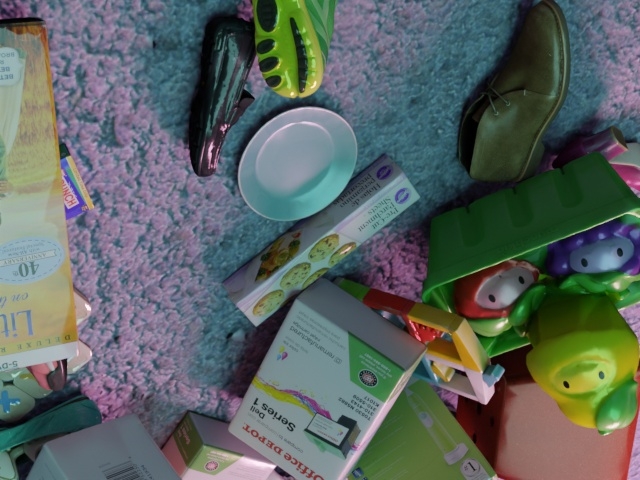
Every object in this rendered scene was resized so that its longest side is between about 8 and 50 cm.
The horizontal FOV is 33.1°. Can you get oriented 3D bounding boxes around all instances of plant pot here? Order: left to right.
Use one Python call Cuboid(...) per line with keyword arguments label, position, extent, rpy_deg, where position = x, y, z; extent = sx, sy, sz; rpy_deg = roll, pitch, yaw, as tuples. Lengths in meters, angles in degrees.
Cuboid(label="plant pot", position=(0.385, 0.295, 1.909), extent=(0.236, 0.267, 0.267), rpy_deg=(2, 103, -17))

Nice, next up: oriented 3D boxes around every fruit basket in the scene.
Cuboid(label="fruit basket", position=(0.368, 0.101, 1.656), extent=(0.392, 0.392, 0.283), rpy_deg=(-39, 137, 1))

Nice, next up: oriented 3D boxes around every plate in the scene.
Cuboid(label="plate", position=(-0.035, -0.113, 1.565), extent=(0.188, 0.024, 0.188), rpy_deg=(-14, 127, -19))

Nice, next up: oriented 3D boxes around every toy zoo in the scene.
Cuboid(label="toy zoo", position=(0.161, 0.163, 1.701), extent=(0.030, 0.293, 0.192), rpy_deg=(-52, 137, -26))

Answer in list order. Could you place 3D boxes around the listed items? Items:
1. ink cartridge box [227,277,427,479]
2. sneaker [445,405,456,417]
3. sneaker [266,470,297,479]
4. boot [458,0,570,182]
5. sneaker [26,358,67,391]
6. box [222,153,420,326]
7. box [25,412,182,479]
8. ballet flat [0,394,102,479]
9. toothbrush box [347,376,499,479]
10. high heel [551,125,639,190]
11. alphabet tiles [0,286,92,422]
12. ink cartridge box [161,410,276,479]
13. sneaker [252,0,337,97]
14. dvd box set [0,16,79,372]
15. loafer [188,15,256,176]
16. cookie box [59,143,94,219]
Cuboid(label="ink cartridge box", position=(0.007, 0.233, 1.687), extent=(0.278, 0.201, 0.117), rpy_deg=(-62, 168, 26))
Cuboid(label="sneaker", position=(0.215, 0.343, 1.988), extent=(0.166, 0.076, 0.065), rpy_deg=(21, 111, -38))
Cuboid(label="sneaker", position=(-0.046, 0.452, 1.927), extent=(0.115, 0.090, 0.232), rpy_deg=(-37, 141, -10))
Cuboid(label="boot", position=(0.290, -0.215, 1.622), extent=(0.115, 0.112, 0.305), rpy_deg=(-4, 127, -19))
Cuboid(label="sneaker", position=(-0.439, 0.076, 1.414), extent=(0.136, 0.116, 0.313), rpy_deg=(-24, 115, 1))
Cuboid(label="box", position=(0.000, 0.000, 1.637), extent=(0.324, 0.063, 0.067), rpy_deg=(-38, 132, 0))
Cuboid(label="box", position=(-0.343, 0.460, 1.602), extent=(0.168, 0.215, 0.345), rpy_deg=(-13, 144, -48))
Cuboid(label="ballet flat", position=(-0.439, 0.311, 1.593), extent=(0.247, 0.087, 0.083), rpy_deg=(-21, 148, -14))
Cuboid(label="toothbrush box", position=(0.146, 0.368, 1.821), extent=(0.206, 0.283, 0.122), rpy_deg=(-33, 142, -5))
Cuboid(label="high heel", position=(0.495, -0.116, 1.837), extent=(0.117, 0.082, 0.244), rpy_deg=(-28, 152, 29))
Cuboid(label="alphabet tiles", position=(-0.467, 0.149, 1.515), extent=(0.284, 0.021, 0.278), rpy_deg=(-40, 131, 2))
Cuboid(label="ink cartridge box", position=(-0.204, 0.409, 1.793), extent=(0.160, 0.092, 0.219), rpy_deg=(25, 108, -38))
Cuboid(label="sneaker", position=(-0.039, -0.333, 1.367), extent=(0.109, 0.123, 0.295), rpy_deg=(4, 110, 11))
Cuboid(label="dvd box set", position=(-0.454, -0.037, 1.252), extent=(0.308, 0.062, 0.420), rpy_deg=(-8, 109, -23))
Cuboid(label="loafer", position=(-0.125, -0.186, 1.429), extent=(0.078, 0.076, 0.223), rpy_deg=(4, 116, -22))
Cuboid(label="cookie box", position=(-0.363, -0.064, 1.408), extent=(0.107, 0.040, 0.091), rpy_deg=(-26, 130, -12))
